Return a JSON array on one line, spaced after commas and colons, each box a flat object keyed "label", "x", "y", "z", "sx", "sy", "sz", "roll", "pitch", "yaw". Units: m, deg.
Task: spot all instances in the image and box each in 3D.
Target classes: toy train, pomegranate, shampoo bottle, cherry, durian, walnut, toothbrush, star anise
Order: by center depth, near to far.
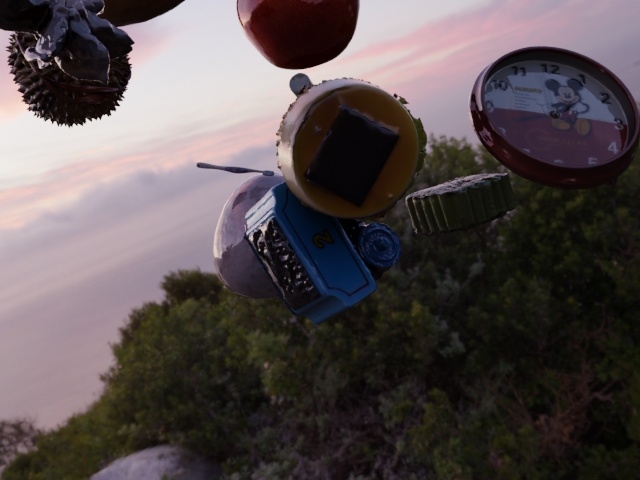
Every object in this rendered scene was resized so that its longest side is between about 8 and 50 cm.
[{"label": "star anise", "x": -0.370, "y": -0.315, "z": 0.926, "sx": 0.093, "sy": 0.236, "sz": 0.229, "roll": -29, "pitch": -7, "yaw": 31}, {"label": "toothbrush", "x": -0.133, "y": -0.110, "z": 1.041, "sx": 0.131, "sy": 0.011, "sz": 0.013, "roll": 8, "pitch": 21, "yaw": 17}, {"label": "pomegranate", "x": -0.041, "y": -0.410, "z": 1.197, "sx": 0.220, "sy": 0.221, "sz": 0.257, "roll": -22, "pitch": 8, "yaw": 3}, {"label": "toy train", "x": 0.000, "y": 0.000, "z": 1.423, "sx": 0.265, "sy": 0.300, "sz": 0.188, "roll": -30, "pitch": -4, "yaw": -36}, {"label": "walnut", "x": -0.424, "y": -0.626, "z": 1.589, "sx": 0.336, "sy": 0.209, "sz": 0.209, "roll": -19, "pitch": 5, "yaw": -17}, {"label": "shampoo bottle", "x": -0.028, "y": -0.368, "z": 1.724, "sx": 0.056, "sy": 0.056, "sz": 0.195, "roll": -21, "pitch": -13, "yaw": 10}, {"label": "cherry", "x": -0.111, "y": 0.002, "z": 1.724, "sx": 0.326, "sy": 0.335, "sz": 0.291, "roll": 23, "pitch": -6, "yaw": 21}, {"label": "durian", "x": -0.692, "y": -0.484, "z": 1.842, "sx": 0.347, "sy": 0.348, "sz": 0.384, "roll": -24, "pitch": -5, "yaw": -16}]

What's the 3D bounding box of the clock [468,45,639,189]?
[{"label": "clock", "x": 0.429, "y": -0.226, "z": 1.237, "sx": 0.318, "sy": 0.318, "sz": 0.080, "roll": -24, "pitch": -26, "yaw": -17}]

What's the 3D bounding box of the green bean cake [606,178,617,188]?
[{"label": "green bean cake", "x": 0.610, "y": -0.225, "z": 1.577, "sx": 0.232, "sy": 0.199, "sz": 0.097, "roll": -1, "pitch": 13, "yaw": -30}]

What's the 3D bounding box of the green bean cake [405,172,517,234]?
[{"label": "green bean cake", "x": 0.334, "y": -0.089, "z": 1.606, "sx": 0.200, "sy": 0.113, "sz": 0.214, "roll": -19, "pitch": 7, "yaw": -26}]

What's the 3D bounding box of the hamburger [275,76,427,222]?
[{"label": "hamburger", "x": 0.057, "y": -0.173, "z": 1.301, "sx": 0.276, "sy": 0.294, "sz": 0.179, "roll": -65, "pitch": 12, "yaw": 6}]
